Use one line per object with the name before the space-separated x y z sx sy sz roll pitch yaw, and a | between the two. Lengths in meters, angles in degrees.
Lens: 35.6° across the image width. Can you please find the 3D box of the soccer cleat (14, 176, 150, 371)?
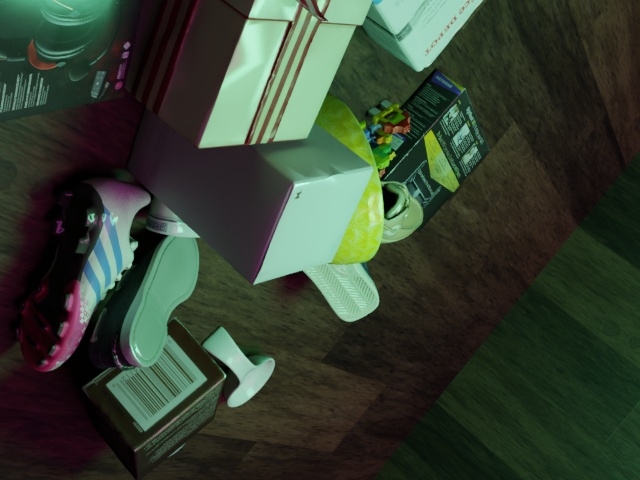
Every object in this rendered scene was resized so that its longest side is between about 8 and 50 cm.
soccer cleat | -0.341 0.055 1.473 0.143 0.116 0.331 -10 133 -51

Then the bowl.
bowl | -0.034 -0.084 1.617 0.156 0.289 0.289 -16 141 -22

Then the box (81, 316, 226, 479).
box | -0.282 0.282 1.713 0.191 0.143 0.381 -38 168 -20

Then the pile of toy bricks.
pile of toy bricks | 0.086 -0.160 1.860 0.212 0.105 0.118 -35 150 -27

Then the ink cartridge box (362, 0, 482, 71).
ink cartridge box | 0.142 -0.439 1.559 0.223 0.129 0.307 -51 153 1

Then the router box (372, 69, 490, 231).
router box | 0.222 -0.178 2.071 0.243 0.081 0.309 -48 153 -3

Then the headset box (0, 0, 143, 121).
headset box | -0.343 -0.248 1.086 0.293 0.110 0.218 -21 142 -44

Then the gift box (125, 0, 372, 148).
gift box | -0.088 -0.277 1.270 0.255 0.276 0.258 -19 139 -54

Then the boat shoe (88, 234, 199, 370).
boat shoe | -0.275 0.082 1.563 0.302 0.091 0.114 -67 141 -54

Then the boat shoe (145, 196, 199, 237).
boat shoe | -0.181 -0.057 1.612 0.268 0.096 0.088 -1 106 -56

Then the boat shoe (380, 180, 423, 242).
boat shoe | 0.121 -0.062 1.863 0.098 0.109 0.302 -17 165 33

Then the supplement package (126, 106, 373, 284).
supplement package | -0.107 -0.102 1.432 0.178 0.293 0.175 -14 136 -48

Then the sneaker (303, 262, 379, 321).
sneaker | 0.000 0.000 1.941 0.131 0.148 0.350 -25 127 0

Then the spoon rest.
spoon rest | -0.163 0.271 2.059 0.137 0.084 0.276 -44 152 -10
